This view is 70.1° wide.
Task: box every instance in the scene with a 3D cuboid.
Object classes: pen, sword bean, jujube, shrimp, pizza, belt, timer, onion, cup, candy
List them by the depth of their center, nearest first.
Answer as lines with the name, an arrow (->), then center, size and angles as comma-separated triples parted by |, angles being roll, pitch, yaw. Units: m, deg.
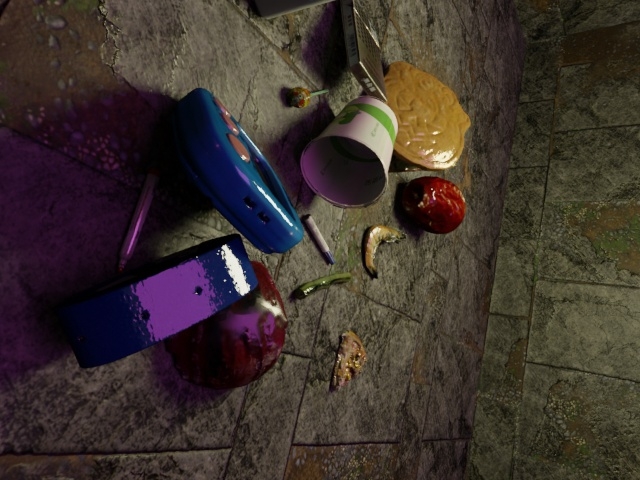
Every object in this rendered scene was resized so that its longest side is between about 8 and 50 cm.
belt -> -0.279, 0.096, 0.827 | 0.347, 0.212, 0.117 | -28, 102, -41
pen -> -0.355, -0.041, 0.887 | 0.026, 0.026, 0.218 | 31, 68, -50
timer -> -0.167, -0.135, 0.924 | 0.115, 0.340, 0.309 | -35, 133, 7
onion -> -0.194, 0.208, 1.027 | 0.280, 0.146, 0.315 | -4, 100, -49
candy -> -0.024, -0.414, 1.295 | 0.201, 0.060, 0.061 | -39, 123, -53
cup -> 0.106, -0.267, 1.328 | 0.253, 0.253, 0.274 | 63, 39, -35
pen -> 0.000, 0.000, 1.372 | 0.025, 0.025, 0.204 | -59, 136, -33
sword bean -> 0.016, 0.132, 1.392 | 0.269, 0.038, 0.043 | -11, 96, -54
pizza -> 0.093, 0.410, 1.507 | 0.195, 0.052, 0.185 | -57, 131, -34
shrimp -> 0.235, 0.041, 1.683 | 0.262, 0.051, 0.198 | 0, 100, -51
jujube -> 0.453, -0.144, 1.832 | 0.318, 0.223, 0.223 | 17, 79, -49

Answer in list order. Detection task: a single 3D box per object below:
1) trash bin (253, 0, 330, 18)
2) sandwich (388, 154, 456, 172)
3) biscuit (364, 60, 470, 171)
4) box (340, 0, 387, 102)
trash bin -> -0.003, -0.652, 1.031 | 0.296, 0.367, 0.256 | -55, 132, -38
sandwich -> 0.356, -0.327, 1.660 | 0.198, 0.227, 0.155 | -18, 107, -52
biscuit -> 0.340, -0.428, 1.573 | 0.385, 0.062, 0.365 | 35, 66, -5
box -> 0.131, -0.588, 1.394 | 0.180, 0.047, 0.325 | 35, 44, -49
